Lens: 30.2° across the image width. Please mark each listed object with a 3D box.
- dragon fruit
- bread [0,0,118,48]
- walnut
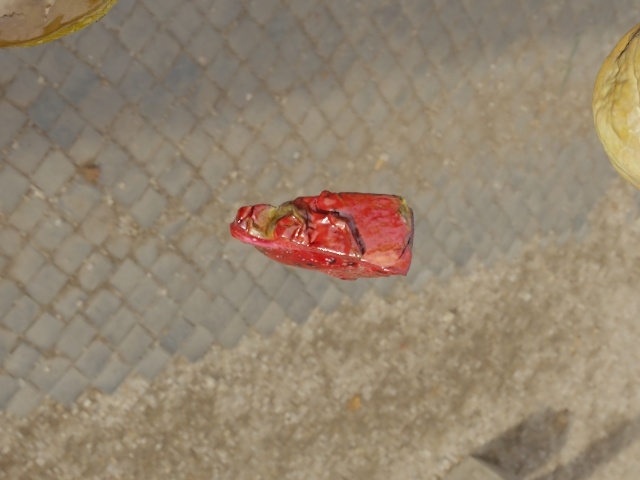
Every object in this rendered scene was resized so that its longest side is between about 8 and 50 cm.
[{"bbox_3d":[0.001,0.003,0.906,0.131,0.063,0.097,18,128,-23],"label":"dragon fruit"},{"bbox_3d":[-0.281,-0.251,0.975,0.142,0.269,0.195,-74,158,-86],"label":"bread"},{"bbox_3d":[0.228,-0.088,0.758,0.105,0.105,0.124,20,65,-54],"label":"walnut"}]
